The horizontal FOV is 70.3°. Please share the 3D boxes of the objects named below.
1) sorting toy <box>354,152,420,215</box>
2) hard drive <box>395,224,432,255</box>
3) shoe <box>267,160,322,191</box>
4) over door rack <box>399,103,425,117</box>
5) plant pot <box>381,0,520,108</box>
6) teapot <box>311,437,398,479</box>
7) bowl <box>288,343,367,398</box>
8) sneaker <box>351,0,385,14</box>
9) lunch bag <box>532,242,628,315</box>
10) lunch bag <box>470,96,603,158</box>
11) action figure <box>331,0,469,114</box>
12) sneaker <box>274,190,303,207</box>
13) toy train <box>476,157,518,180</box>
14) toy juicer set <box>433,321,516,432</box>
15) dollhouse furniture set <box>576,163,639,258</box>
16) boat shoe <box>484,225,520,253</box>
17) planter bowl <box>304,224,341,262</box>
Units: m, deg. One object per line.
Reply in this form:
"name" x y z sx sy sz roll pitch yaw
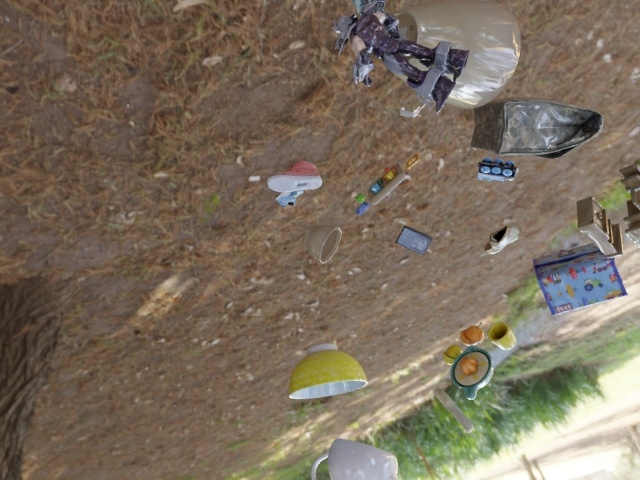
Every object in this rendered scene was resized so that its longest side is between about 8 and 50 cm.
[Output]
"sorting toy" 0.258 -0.247 1.869 0.347 0.196 0.047 -42 108 16
"hard drive" 0.408 -0.001 1.986 0.135 0.022 0.094 24 118 -2
"shoe" -0.088 -0.205 1.444 0.177 0.081 0.064 -5 142 -19
"over door rack" 0.382 -0.569 1.461 0.324 0.108 0.240 -38 135 -20
"plant pot" 0.283 -0.456 1.089 0.273 0.257 0.257 -7 146 -34
"teapot" 0.124 0.784 1.514 0.252 0.187 0.256 23 153 -9
"bowl" 0.015 0.467 1.654 0.288 0.156 0.290 -9 154 -4
"sneaker" 0.135 -0.825 1.351 0.109 0.122 0.283 -13 135 -23
"lunch bag" 0.843 0.098 1.517 0.220 0.138 0.293 -22 -169 24
"lunch bag" 0.611 -0.325 1.304 0.286 0.235 0.169 -2 107 -2
"action figure" 0.146 -0.379 0.922 0.186 0.284 0.099 -59 175 -16
"sneaker" -0.129 -0.184 1.969 0.063 0.073 0.162 -21 -172 44
"toy train" 0.829 -0.328 2.135 0.183 0.080 0.105 13 154 24
"toy juicer set" 0.423 0.377 1.354 0.089 0.329 0.209 44 160 -22
"dollhouse furniture set" 0.839 -0.067 1.195 0.160 0.212 0.242 33 145 -24
"boat shoe" 0.489 -0.006 1.248 0.045 0.050 0.135 19 149 -9
"planter bowl" 0.000 0.000 1.913 0.162 0.109 0.162 -47 152 -34
